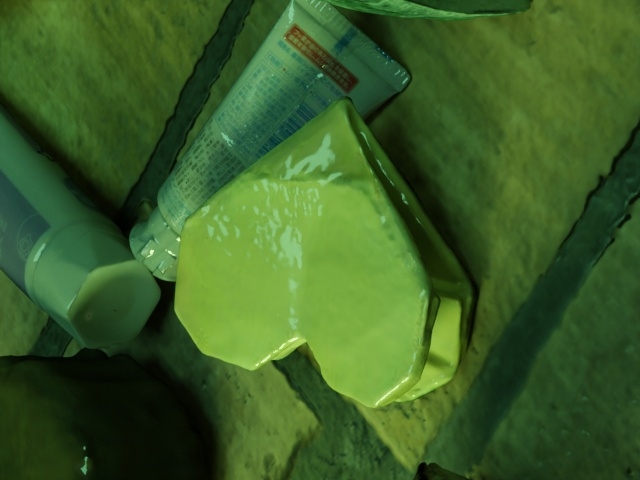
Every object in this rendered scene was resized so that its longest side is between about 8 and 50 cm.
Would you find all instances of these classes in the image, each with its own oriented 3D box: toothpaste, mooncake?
[{"bbox_3d":[-0.044,-0.060,1.102,0.089,0.057,0.234,41,126,-6],"label":"toothpaste"},{"bbox_3d":[-0.176,0.188,1.192,0.228,0.124,0.228,-1,88,50],"label":"mooncake"},{"bbox_3d":[-0.245,-0.039,1.298,0.371,0.080,0.125,38,116,44],"label":"toothpaste"}]

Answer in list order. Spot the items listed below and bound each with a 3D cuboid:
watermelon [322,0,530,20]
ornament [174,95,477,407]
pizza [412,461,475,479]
[{"bbox_3d":[-0.016,-0.295,0.991,0.387,0.228,0.258,46,111,29],"label":"watermelon"},{"bbox_3d":[0.000,0.000,1.035,0.201,0.059,0.180,14,103,35],"label":"ornament"},{"bbox_3d":[0.070,0.255,0.825,0.409,0.114,0.277,-86,20,-53],"label":"pizza"}]
